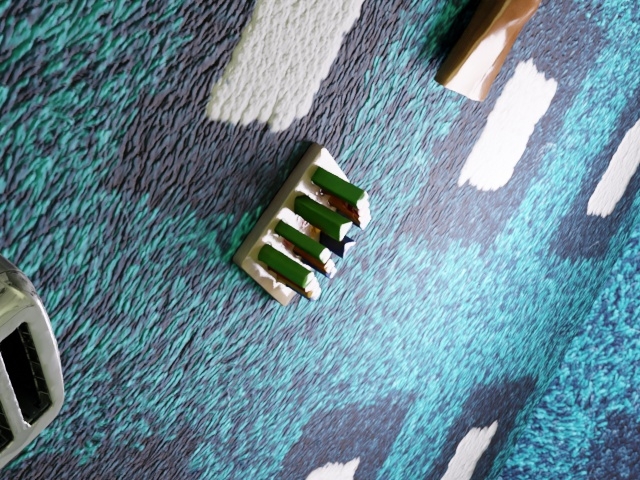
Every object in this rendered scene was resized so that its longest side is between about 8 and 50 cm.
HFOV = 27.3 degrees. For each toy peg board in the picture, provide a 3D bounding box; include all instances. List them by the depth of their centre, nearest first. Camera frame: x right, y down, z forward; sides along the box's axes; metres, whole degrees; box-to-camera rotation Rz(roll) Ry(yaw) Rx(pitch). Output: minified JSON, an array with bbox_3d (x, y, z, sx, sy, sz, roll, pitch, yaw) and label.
[{"bbox_3d":[0.000,0.000,1.489,0.161,0.079,0.160,-55,155,-7],"label":"toy peg board"}]

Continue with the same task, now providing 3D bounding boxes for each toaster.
[{"bbox_3d":[-0.281,0.077,0.971,0.129,0.146,0.227,-42,151,-30],"label":"toaster"}]

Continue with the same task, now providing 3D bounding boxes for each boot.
[{"bbox_3d":[0.212,-0.310,1.566,0.280,0.096,0.264,-54,164,8],"label":"boot"}]
